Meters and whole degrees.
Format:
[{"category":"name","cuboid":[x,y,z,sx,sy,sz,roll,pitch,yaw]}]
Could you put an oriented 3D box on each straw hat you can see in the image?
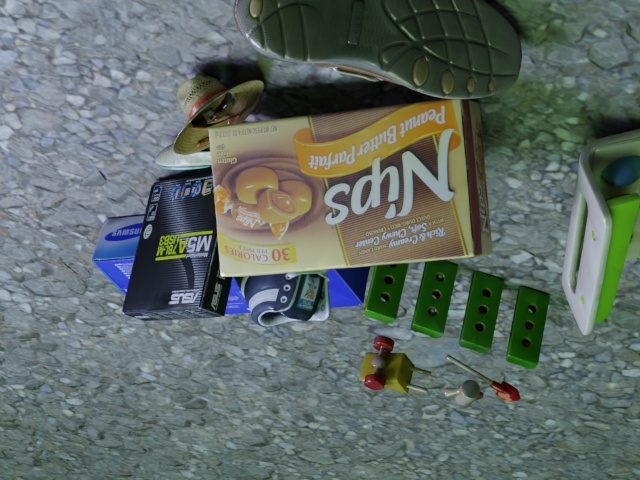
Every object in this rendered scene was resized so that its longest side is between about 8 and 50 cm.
[{"category":"straw hat","cuboid":[-0.138,-0.166,2.073,0.061,0.144,0.144,53,150,12]}]

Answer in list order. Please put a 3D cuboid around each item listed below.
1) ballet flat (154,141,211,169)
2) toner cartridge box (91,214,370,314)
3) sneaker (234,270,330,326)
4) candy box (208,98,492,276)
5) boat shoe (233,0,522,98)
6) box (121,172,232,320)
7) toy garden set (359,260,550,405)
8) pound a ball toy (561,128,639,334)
[{"category":"ballet flat","cuboid":[-0.129,-0.121,2.179,0.168,0.057,0.052,-1,118,16]},{"category":"toner cartridge box","cuboid":[-0.122,0.029,2.387,0.348,0.075,0.165,-5,144,27]},{"category":"sneaker","cuboid":[0.000,0.000,2.153,0.282,0.153,0.099,-37,147,31]},{"category":"candy box","cuboid":[0.034,-0.059,2.041,0.317,0.182,0.087,-5,180,19]},{"category":"boat shoe","cuboid":[0.060,-0.229,1.872,0.324,0.123,0.116,13,-176,-17]},{"category":"box","cuboid":[-0.171,0.009,2.228,0.045,0.184,0.191,24,163,-34]},{"category":"toy garden set","cuboid":[0.170,0.133,2.322,0.244,0.203,0.049,18,151,-8]},{"category":"pound a ball toy","cuboid":[0.403,-0.012,2.097,0.208,0.135,0.319,-14,149,-5]}]
